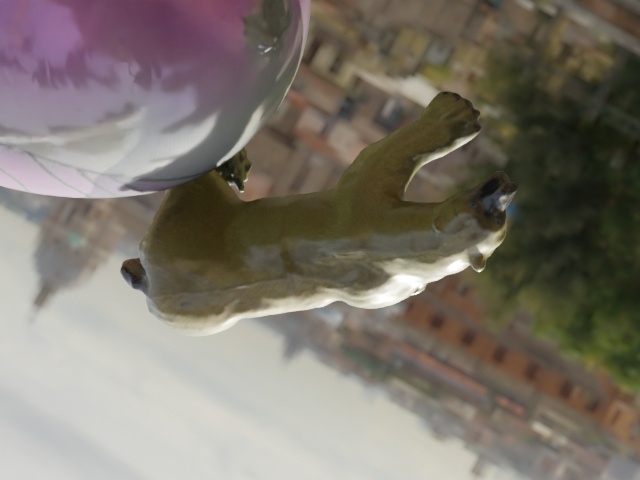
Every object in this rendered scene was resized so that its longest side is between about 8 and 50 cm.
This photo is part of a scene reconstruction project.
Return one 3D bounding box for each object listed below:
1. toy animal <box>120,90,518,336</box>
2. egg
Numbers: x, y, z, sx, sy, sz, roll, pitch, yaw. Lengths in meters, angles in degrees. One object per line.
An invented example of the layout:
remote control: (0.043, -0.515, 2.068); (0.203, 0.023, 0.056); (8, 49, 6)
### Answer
toy animal: (0.000, 0.000, 0.885); (0.218, 0.103, 0.101); (-8, -164, 20)
egg: (-0.134, -0.115, 0.883); (0.271, 0.196, 0.196); (-2, 162, 25)
